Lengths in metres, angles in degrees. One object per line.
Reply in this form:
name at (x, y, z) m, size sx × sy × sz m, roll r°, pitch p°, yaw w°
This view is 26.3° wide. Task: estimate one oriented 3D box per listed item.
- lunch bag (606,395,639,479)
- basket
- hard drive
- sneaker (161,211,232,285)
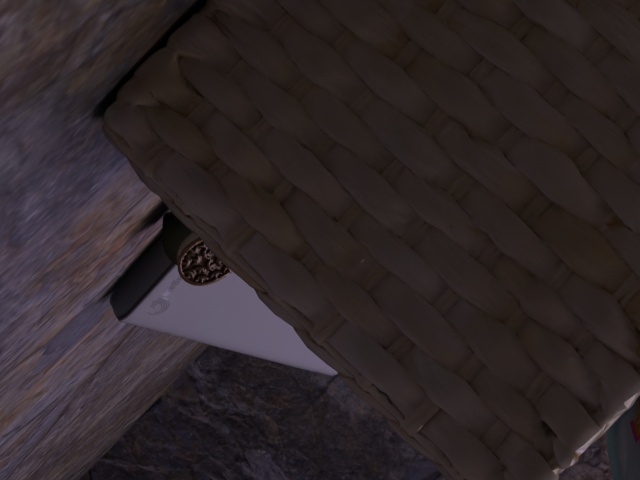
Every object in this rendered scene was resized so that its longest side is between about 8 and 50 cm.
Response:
lunch bag at (0.290, 0.093, 0.802) m, size 0.262 × 0.160 × 0.223 m, roll -44°, pitch 173°, yaw -42°
basket at (0.108, -0.070, 0.800) m, size 0.328 × 0.331 × 0.266 m, roll -46°, pitch 172°, yaw 8°
hard drive at (-0.030, 0.036, 1.372) m, size 0.308 × 0.040 × 0.203 m, roll 20°, pitch 122°, yaw -45°
sneaker at (-0.051, -0.031, 1.185) m, size 0.192 × 0.064 × 0.086 m, roll -24°, pitch -145°, yaw -16°
